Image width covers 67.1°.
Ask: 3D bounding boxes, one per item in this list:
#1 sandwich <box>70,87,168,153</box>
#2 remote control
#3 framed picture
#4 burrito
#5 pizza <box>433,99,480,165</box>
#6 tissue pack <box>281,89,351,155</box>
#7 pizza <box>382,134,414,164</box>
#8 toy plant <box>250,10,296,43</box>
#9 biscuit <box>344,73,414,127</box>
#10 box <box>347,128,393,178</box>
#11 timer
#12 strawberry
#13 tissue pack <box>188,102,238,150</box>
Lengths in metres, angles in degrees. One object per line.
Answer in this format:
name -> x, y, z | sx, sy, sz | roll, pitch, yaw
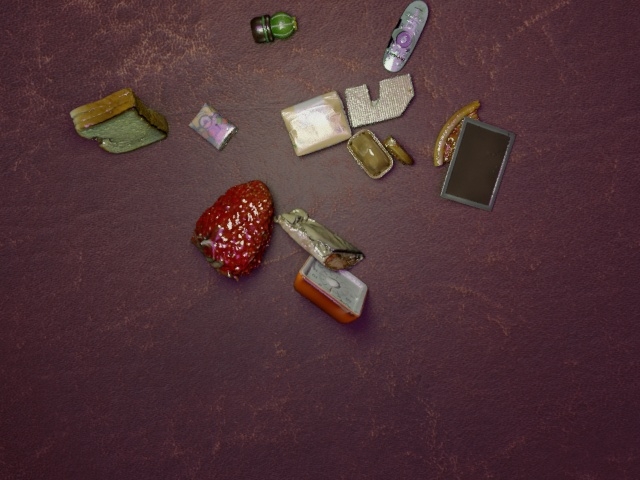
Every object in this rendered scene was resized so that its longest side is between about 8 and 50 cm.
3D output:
sandwich -> -0.704, -0.408, 1.701 | 0.248, 0.273, 0.095 | -20, 81, 5
remote control -> 0.301, -0.726, 1.717 | 0.097, 0.045, 0.256 | 29, 101, 1
framed picture -> 0.563, -0.271, 1.731 | 0.231, 0.018, 0.293 | 14, 98, -19
burrito -> -0.003, 0.006, 1.759 | 0.347, 0.175, 0.107 | 36, 123, -2
pizza -> 0.498, -0.378, 1.739 | 0.134, 0.056, 0.271 | 43, 97, -2
tissue pack -> -0.014, -0.423, 1.747 | 0.222, 0.090, 0.186 | -18, 97, 6
pizza -> 0.274, -0.325, 1.738 | 0.046, 0.134, 0.175 | -43, 131, 15
toy plant -> -0.164, -0.760, 1.719 | 0.162, 0.093, 0.093 | -11, 96, 2
biscuit -> 0.216, -0.505, 1.746 | 0.249, 0.046, 0.147 | -14, 94, 6
box -> 0.180, -0.312, 1.742 | 0.111, 0.111, 0.177 | -39, 93, 7
timer -> 0.030, 0.179, 1.734 | 0.257, 0.250, 0.161 | 37, 98, -1
strawberry -> -0.282, -0.036, 1.741 | 0.343, 0.292, 0.292 | -41, 93, -7
tissue pack -> -0.396, -0.421, 1.786 | 0.148, 0.060, 0.109 | 40, 99, -1
